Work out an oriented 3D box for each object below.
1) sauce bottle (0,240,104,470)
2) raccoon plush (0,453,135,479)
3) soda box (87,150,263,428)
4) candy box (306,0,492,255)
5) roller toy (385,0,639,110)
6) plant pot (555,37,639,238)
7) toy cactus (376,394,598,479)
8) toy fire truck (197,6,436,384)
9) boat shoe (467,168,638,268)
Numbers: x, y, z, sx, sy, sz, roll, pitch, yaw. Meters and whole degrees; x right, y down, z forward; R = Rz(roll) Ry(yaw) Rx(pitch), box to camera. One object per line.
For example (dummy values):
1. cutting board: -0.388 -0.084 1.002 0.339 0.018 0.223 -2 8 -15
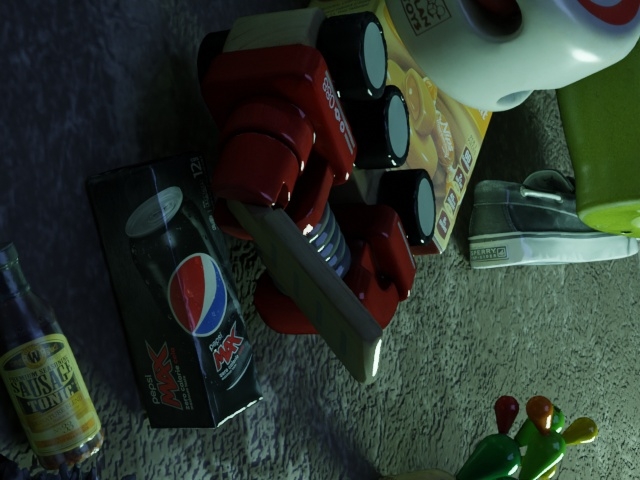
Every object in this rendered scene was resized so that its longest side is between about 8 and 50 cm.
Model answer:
1. sauce bottle: -0.160 0.064 0.612 0.042 0.042 0.128 -41 116 -51
2. raccoon plush: -0.165 0.210 0.523 0.216 0.299 0.446 -21 70 -40
3. soda box: -0.091 0.032 0.701 0.053 0.060 0.169 -25 104 -54
4. candy box: 0.074 -0.159 0.954 0.183 0.087 0.316 54 44 -34
5. roller toy: 0.143 -0.206 0.860 0.209 0.146 0.191 30 54 -34
6. plant pot: 0.373 -0.185 1.072 0.366 0.366 0.353 16 76 -54
7. toy cactus: 0.120 0.202 0.872 0.112 0.180 0.219 57 41 -33
8. toy fire truck: 0.000 0.000 0.707 0.217 0.158 0.246 67 30 -43
9. boat shoe: 0.252 -0.026 1.187 0.301 0.108 0.102 -1 87 -49
